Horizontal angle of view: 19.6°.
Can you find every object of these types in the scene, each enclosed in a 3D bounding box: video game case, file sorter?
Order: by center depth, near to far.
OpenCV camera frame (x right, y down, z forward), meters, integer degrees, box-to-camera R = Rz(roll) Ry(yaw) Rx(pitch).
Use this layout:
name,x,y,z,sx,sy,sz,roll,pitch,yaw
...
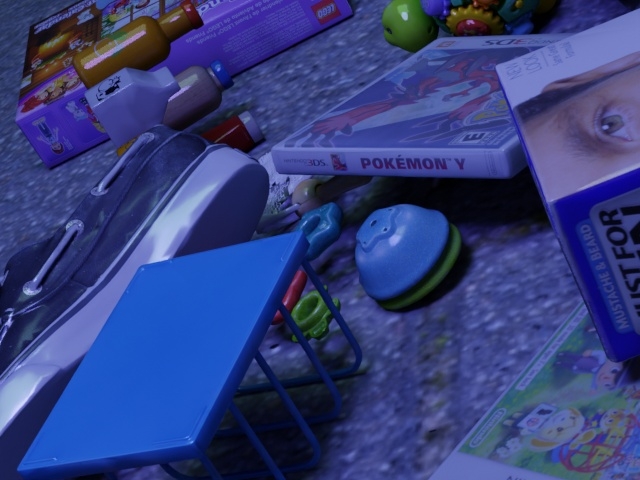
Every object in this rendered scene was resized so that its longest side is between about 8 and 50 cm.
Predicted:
name,x,y,z,sx,sy,sz,roll,pitch,yaw
video game case,0.178,0.075,0.914,0.193,0.023,0.212,9,47,50
file sorter,-0.063,0.095,1.031,0.118,0.104,0.170,-12,34,32
video game case,0.097,-0.090,1.196,0.183,0.023,0.201,3,28,40

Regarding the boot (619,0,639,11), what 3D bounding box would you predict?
name,x,y,z,sx,sy,sz,roll,pitch,yaw
boot,0.143,-0.236,1.239,0.091,0.263,0.229,-51,35,5

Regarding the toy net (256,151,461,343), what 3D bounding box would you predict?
name,x,y,z,sx,sy,sz,roll,pitch,yaw
toy net,0.000,0.000,1.197,0.122,0.045,0.232,-48,26,-1

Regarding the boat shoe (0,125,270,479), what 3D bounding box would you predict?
name,x,y,z,sx,sy,sz,roll,pitch,yaw
boat shoe,-0.154,0.044,1.147,0.102,0.108,0.301,25,64,23

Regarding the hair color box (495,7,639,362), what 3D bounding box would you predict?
name,x,y,z,sx,sy,sz,roll,pitch,yaw
hair color box,0.273,-0.079,0.951,0.338,0.110,0.185,-23,26,8

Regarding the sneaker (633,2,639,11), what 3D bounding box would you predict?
name,x,y,z,sx,sy,sz,roll,pitch,yaw
sneaker,0.285,-0.133,1.083,0.234,0.084,0.097,-24,30,13

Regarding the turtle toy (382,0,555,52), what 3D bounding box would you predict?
name,x,y,z,sx,sy,sz,roll,pitch,yaw
turtle toy,0.103,-0.172,1.332,0.130,0.095,0.066,-8,57,37

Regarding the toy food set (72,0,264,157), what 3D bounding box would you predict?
name,x,y,z,sx,sy,sz,roll,pitch,yaw
toy food set,-0.102,-0.093,1.366,0.104,0.111,0.232,-32,25,-1

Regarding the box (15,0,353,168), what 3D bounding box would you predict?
name,x,y,z,sx,sy,sz,roll,pitch,yaw
box,-0.120,-0.190,1.599,0.293,0.057,0.201,-26,29,9
